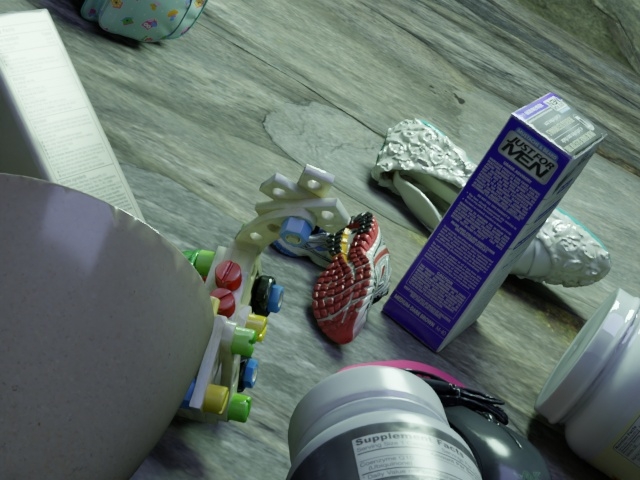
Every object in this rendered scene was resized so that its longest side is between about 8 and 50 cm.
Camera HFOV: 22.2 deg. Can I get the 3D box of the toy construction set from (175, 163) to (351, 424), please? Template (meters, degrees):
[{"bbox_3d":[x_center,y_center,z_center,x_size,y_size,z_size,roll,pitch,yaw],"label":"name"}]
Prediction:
[{"bbox_3d":[-0.096,0.063,1.759,0.151,0.215,0.328,24,60,17],"label":"toy construction set"}]

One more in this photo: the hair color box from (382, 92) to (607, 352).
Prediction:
[{"bbox_3d":[0.235,-0.026,2.207,0.110,0.339,0.185,39,25,11],"label":"hair color box"}]

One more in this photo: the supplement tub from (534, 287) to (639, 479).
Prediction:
[{"bbox_3d":[0.470,0.234,2.141,0.325,0.235,0.235,35,25,4],"label":"supplement tub"}]

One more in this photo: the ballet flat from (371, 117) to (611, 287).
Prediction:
[{"bbox_3d":[0.249,-0.029,2.523,0.409,0.147,0.147,35,25,10],"label":"ballet flat"}]

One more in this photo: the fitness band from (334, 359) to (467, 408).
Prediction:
[{"bbox_3d":[0.119,0.227,1.953,0.291,0.054,0.209,1,40,-52],"label":"fitness band"}]

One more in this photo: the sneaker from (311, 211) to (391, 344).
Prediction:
[{"bbox_3d":[0.055,0.059,2.136,0.093,0.088,0.225,56,31,-27],"label":"sneaker"}]

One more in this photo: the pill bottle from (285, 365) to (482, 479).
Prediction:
[{"bbox_3d":[0.071,0.297,1.590,0.204,0.204,0.361,23,26,-21],"label":"pill bottle"}]

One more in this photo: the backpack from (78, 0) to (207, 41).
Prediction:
[{"bbox_3d":[-0.260,-0.389,2.480,0.188,0.166,0.144,8,37,-36],"label":"backpack"}]

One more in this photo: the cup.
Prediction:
[{"bbox_3d":[-0.275,0.134,1.398,0.331,0.331,0.237,25,51,-18],"label":"cup"}]

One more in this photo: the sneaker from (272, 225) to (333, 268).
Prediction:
[{"bbox_3d":[0.000,0.000,2.215,0.135,0.058,0.052,15,31,-36],"label":"sneaker"}]

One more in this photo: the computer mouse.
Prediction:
[{"bbox_3d":[0.191,0.237,1.870,0.188,0.072,0.272,18,27,-30],"label":"computer mouse"}]

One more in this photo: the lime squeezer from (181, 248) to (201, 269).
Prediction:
[{"bbox_3d":[-0.193,0.032,1.948,0.110,0.059,0.310,7,2,44],"label":"lime squeezer"}]

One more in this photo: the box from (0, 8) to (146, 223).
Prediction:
[{"bbox_3d":[-0.312,-0.085,1.763,0.148,0.121,0.311,-22,88,-62],"label":"box"}]
